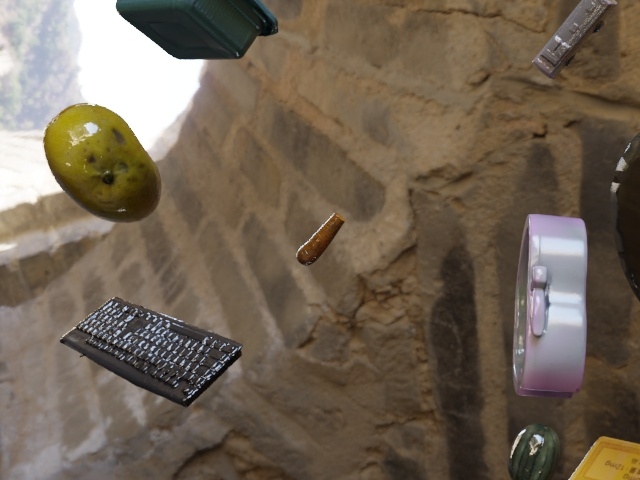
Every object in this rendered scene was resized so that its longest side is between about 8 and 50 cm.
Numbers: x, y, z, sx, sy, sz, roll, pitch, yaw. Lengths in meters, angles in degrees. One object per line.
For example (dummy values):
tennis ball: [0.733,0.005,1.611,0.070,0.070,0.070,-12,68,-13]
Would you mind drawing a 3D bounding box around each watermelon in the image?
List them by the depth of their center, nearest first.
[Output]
watermelon: [0.336,0.344,1.101,0.111,0.078,0.078,-66,-162,-5]

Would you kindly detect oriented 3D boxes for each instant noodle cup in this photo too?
instant noodle cup: [-0.157,-0.272,0.829,0.179,0.070,0.157,11,-16,39]

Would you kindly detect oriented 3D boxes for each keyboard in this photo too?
keyboard: [-0.181,0.106,0.706,0.250,0.087,0.017,11,-48,45]

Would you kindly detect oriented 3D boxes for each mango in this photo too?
mango: [-0.450,-0.148,1.467,0.253,0.182,0.365,53,-10,8]

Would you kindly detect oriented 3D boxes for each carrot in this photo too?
carrot: [0.000,0.000,1.010,0.093,0.032,0.032,-49,-132,18]

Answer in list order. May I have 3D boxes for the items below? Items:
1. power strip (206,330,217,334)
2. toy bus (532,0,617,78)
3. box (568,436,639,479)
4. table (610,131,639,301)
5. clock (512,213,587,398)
power strip: [-0.205,0.154,1.107,0.027,0.083,0.017,81,9,-61]
toy bus: [0.462,-0.377,1.277,0.057,0.072,0.172,45,-58,14]
box: [0.386,0.287,0.626,0.274,0.076,0.174,-4,-58,56]
table: [0.402,-0.005,0.427,0.249,0.317,0.317,-131,-152,-49]
clock: [0.419,0.123,1.275,0.338,0.102,0.339,4,90,-78]
